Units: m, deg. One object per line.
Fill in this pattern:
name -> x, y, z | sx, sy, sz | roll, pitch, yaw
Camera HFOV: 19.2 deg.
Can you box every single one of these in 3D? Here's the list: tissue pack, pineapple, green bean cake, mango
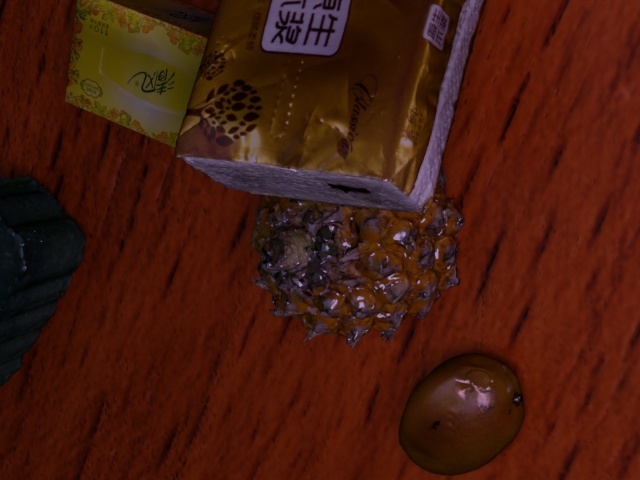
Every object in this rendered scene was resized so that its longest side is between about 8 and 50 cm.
tissue pack -> 0.016, -0.140, 1.287 | 0.183, 0.092, 0.226 | 9, 78, 31
tissue pack -> -0.111, -0.128, 1.459 | 0.176, 0.062, 0.095 | 25, 116, 31
pineapple -> 0.003, 0.000, 1.358 | 0.161, 0.137, 0.176 | 29, 117, 28
green bean cake -> -0.311, 0.012, 1.621 | 0.193, 0.107, 0.208 | 49, 125, 20
mango -> 0.099, 0.128, 1.369 | 0.080, 0.060, 0.114 | 48, 125, -2
